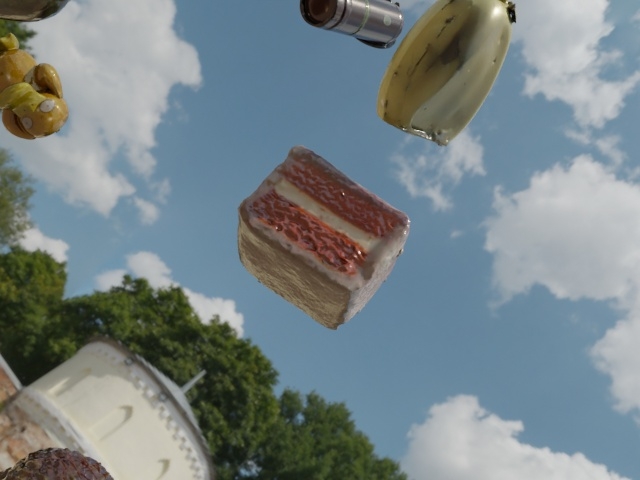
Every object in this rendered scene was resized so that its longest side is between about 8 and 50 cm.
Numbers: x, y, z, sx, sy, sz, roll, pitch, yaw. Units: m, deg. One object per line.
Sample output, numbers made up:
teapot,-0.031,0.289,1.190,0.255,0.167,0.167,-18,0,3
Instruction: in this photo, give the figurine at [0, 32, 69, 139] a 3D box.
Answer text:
figurine,-0.764,-0.384,1.617,0.228,0.215,0.215,54,-35,21

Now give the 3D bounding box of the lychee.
lychee,-0.310,0.331,0.707,0.194,0.194,0.194,27,-45,30

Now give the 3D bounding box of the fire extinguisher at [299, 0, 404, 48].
fire extinguisher,0.090,-0.503,1.376,0.105,0.341,0.141,0,-83,36

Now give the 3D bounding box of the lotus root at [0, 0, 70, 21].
lotus root,-0.513,-0.516,1.053,0.250,0.250,0.346,55,-33,-1

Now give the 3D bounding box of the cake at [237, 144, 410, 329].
cake,0.000,0.000,1.270,0.309,0.237,0.230,34,-26,14

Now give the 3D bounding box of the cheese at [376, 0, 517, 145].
cheese,0.247,-0.337,1.187,0.128,0.259,0.316,46,-63,28
